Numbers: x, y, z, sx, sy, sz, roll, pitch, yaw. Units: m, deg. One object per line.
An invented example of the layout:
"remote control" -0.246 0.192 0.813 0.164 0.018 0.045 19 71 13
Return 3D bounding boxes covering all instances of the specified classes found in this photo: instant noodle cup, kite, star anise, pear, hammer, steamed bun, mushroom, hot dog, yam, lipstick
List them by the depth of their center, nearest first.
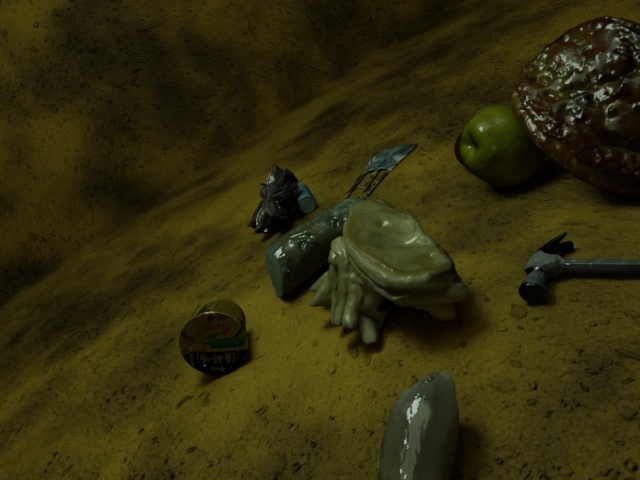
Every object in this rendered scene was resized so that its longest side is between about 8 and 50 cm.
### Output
"mushroom" 0.127 0.293 0.660 0.108 0.096 0.247 -12 36 31
"hammer" 0.524 0.045 0.756 0.426 0.044 0.152 0 38 44
"hot dog" 0.542 -0.257 0.963 0.267 0.174 0.388 -47 55 23
"steamed bun" 0.105 0.067 1.031 0.247 0.189 0.428 -4 23 -14
"instant noodle cup" -0.233 0.207 1.138 0.151 0.151 0.122 -28 17 4
"pear" 0.419 -0.219 1.165 0.198 0.198 0.198 -24 27 13
"yam" 0.000 0.000 1.276 0.330 0.133 0.133 -34 26 -12
"kite" 0.179 -0.228 1.627 0.169 0.015 0.310 1 37 47
"star anise" -0.140 -0.123 1.627 0.236 0.109 0.223 30 99 63
"lipstick" -0.073 -0.165 1.714 0.068 0.061 0.274 -52 24 10

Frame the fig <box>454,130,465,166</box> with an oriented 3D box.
"fig" 0.404 -0.229 1.328 0.119 0.153 0.119 1 61 -1
